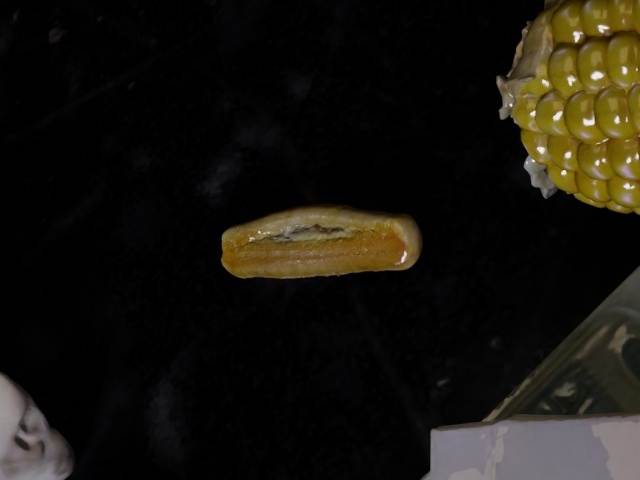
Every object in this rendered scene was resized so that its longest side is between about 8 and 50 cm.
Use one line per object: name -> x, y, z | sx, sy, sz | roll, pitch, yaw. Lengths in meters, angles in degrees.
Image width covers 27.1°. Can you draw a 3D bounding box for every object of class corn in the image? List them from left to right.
corn -> 0.256, -0.087, 0.546 | 0.387, 0.144, 0.144 | -8, 60, 36

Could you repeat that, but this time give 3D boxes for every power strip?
power strip -> 0.097, 0.117, 0.614 | 0.286, 0.048, 0.080 | -45, 45, 9

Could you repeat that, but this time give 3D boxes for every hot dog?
hot dog -> 0.000, 0.000, 0.770 | 0.137, 0.028, 0.044 | -6, 87, 38

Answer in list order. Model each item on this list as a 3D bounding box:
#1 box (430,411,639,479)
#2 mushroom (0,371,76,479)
box -> 0.208, 0.155, 0.464 | 0.365, 0.051, 0.204 | -9, 70, 30
mushroom -> -0.353, 0.193, 0.739 | 0.325, 0.353, 0.353 | 6, 68, 23
